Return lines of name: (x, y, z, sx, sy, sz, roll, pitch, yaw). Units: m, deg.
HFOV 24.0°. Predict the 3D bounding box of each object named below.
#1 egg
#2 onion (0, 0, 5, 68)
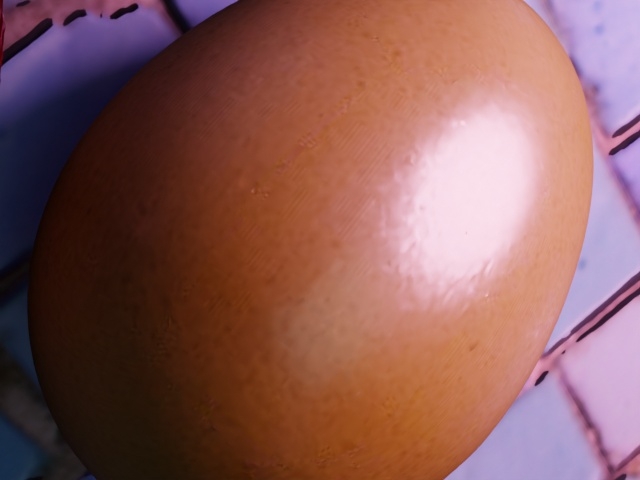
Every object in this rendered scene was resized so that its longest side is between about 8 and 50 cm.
egg: (0.000, 0.000, 0.757, 0.250, 0.250, 0.322, 43, 79, -30)
onion: (-0.260, -0.080, 0.598, 0.282, 0.260, 0.336, -23, 109, -27)
